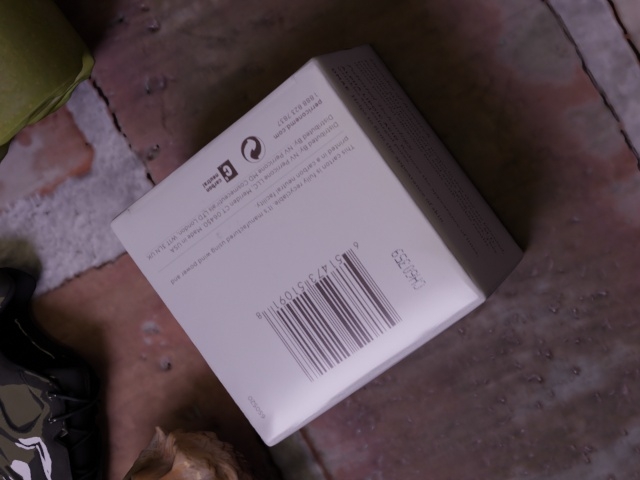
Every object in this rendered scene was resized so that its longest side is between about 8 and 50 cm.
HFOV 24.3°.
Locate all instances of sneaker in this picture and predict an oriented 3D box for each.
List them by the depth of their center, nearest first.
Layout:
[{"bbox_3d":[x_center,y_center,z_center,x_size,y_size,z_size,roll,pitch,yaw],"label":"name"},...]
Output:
[{"bbox_3d":[-0.205,0.151,1.063,0.130,0.109,0.286,-28,94,15],"label":"sneaker"}]

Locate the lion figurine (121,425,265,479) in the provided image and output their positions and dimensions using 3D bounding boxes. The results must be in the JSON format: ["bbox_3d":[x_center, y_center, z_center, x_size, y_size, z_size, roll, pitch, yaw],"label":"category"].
[{"bbox_3d":[-0.018,0.317,0.984,0.392,0.142,0.240,39,116,23],"label":"lion figurine"}]

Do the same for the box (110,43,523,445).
[{"bbox_3d":[0.000,0.000,0.951,0.181,0.119,0.182,-37,88,21],"label":"box"}]

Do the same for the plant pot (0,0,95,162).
[{"bbox_3d":[-0.295,-0.146,0.964,0.276,0.276,0.254,-41,99,21],"label":"plant pot"}]
